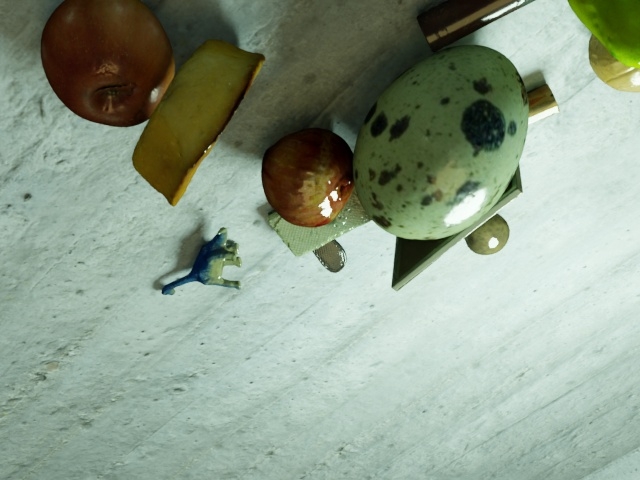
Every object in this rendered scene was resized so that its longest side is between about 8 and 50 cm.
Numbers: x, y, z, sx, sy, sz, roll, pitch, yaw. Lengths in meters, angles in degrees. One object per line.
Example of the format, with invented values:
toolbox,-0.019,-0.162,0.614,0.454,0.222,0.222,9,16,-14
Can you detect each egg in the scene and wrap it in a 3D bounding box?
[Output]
egg,0.219,-0.174,1.645,0.287,0.288,0.379,16,124,-30

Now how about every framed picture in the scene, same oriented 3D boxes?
framed picture,0.269,-0.065,1.832,0.022,0.247,0.335,38,121,-18

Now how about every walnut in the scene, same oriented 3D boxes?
walnut,0.568,-0.344,1.621,0.165,0.197,0.165,-3,106,-9

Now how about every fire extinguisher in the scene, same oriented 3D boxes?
fire extinguisher,0.301,-0.416,1.564,0.267,0.072,0.089,-25,174,14

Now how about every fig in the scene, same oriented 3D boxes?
fig,-0.029,-0.125,1.738,0.205,0.205,0.205,-8,140,-6

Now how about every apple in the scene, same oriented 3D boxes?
apple,-0.339,-0.282,1.460,0.210,0.173,0.235,-27,139,17

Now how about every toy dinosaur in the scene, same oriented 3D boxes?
toy dinosaur,-0.266,0.045,1.952,0.188,0.075,0.248,-3,146,-1

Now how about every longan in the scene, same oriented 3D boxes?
longan,0.367,-0.016,2.026,0.113,0.092,0.113,-8,142,-6

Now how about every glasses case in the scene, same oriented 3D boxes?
glasses case,0.374,-0.250,1.776,0.169,0.065,0.041,-23,139,12

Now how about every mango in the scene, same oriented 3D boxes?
mango,0.511,-0.405,1.471,0.185,0.273,0.149,-38,145,16

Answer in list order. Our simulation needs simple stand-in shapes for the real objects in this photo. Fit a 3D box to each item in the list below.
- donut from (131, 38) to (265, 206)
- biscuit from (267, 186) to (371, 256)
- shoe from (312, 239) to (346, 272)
donut,-0.209,-0.206,1.507,0.110,0.303,0.303,32,128,-8
biscuit,0.001,-0.050,1.903,0.199,0.041,0.121,-28,121,16
shoe,0.000,0.000,1.986,0.062,0.053,0.159,-37,114,11
